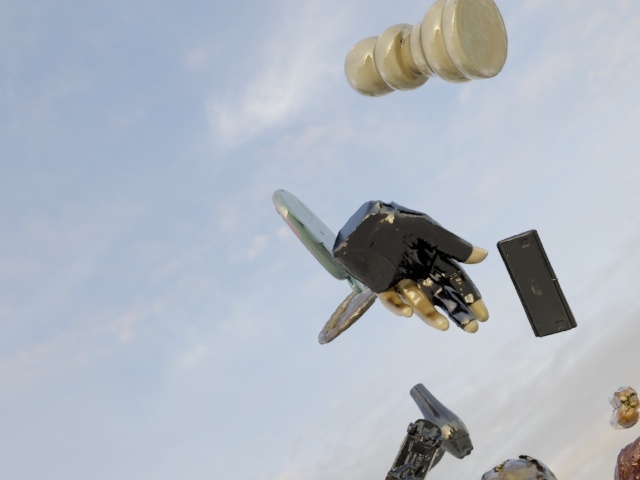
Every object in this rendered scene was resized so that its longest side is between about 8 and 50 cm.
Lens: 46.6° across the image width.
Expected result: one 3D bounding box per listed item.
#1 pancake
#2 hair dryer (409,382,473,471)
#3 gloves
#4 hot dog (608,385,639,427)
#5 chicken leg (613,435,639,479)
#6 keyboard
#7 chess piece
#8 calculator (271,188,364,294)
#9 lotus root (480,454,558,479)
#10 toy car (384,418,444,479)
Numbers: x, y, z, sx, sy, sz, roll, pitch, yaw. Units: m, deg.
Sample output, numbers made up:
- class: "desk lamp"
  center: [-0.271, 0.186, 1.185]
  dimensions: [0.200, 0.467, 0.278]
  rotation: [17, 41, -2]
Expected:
- class: "pancake"
  center: [0.091, 0.183, 2.061]
  dimensions: [0.286, 0.033, 0.288]
  rotation: [-46, 4, 35]
- class: "hair dryer"
  center: [0.287, 0.547, 2.013]
  dimensions: [0.091, 0.235, 0.272]
  rotation: [-4, -51, -36]
- class: "gloves"
  center: [0.174, 0.045, 1.301]
  dimensions: [0.197, 0.301, 0.152]
  rotation: [-49, -7, 22]
- class: "hot dog"
  center: [0.820, 0.453, 2.011]
  dimensions: [0.072, 0.115, 0.269]
  rotation: [-6, -16, 15]
- class: "chicken leg"
  center: [0.777, 0.540, 1.737]
  dimensions: [0.096, 0.158, 0.407]
  rotation: [-48, -39, -75]
- class: "keyboard"
  center: [0.446, 0.090, 1.526]
  dimensions: [0.093, 0.230, 0.025]
  rotation: [-20, 10, 27]
- class: "chess piece"
  center: [0.171, -0.337, 1.357]
  dimensions: [0.167, 0.299, 0.167]
  rotation: [9, -103, -44]
- class: "calculator"
  center: [0.000, 0.000, 1.655]
  dimensions: [0.041, 0.299, 0.185]
  rotation: [-42, 3, 12]
- class: "lotus root"
  center: [0.395, 0.573, 1.449]
  dimensions: [0.196, 0.179, 0.397]
  rotation: [-52, 8, 25]
- class: "toy car"
  center: [0.216, 0.524, 1.734]
  dimensions: [0.210, 0.089, 0.108]
  rotation: [-59, -21, -28]
